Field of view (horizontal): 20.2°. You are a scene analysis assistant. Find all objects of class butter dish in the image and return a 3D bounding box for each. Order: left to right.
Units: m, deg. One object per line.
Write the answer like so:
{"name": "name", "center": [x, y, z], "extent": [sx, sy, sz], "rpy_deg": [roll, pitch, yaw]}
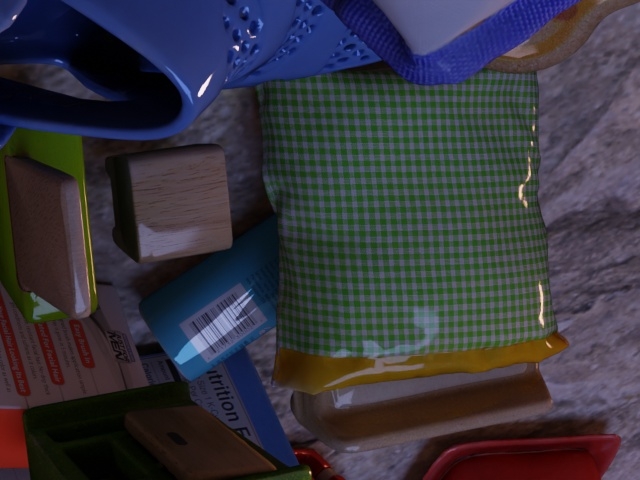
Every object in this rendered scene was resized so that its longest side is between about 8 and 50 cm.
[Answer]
{"name": "butter dish", "center": [0.137, 0.220, 1.251], "extent": [0.160, 0.118, 0.160], "rpy_deg": [1, 133, -30]}

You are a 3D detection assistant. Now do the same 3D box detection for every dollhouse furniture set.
{"name": "dollhouse furniture set", "center": [0.011, 0.021, 0.858], "extent": [0.302, 0.151, 0.197], "rpy_deg": [-9, 104, -23]}

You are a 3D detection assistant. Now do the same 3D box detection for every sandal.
{"name": "sandal", "center": [-0.077, -0.091, 0.766], "extent": [0.317, 0.138, 0.126], "rpy_deg": [-9, 136, -24]}

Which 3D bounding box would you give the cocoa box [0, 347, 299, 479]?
{"name": "cocoa box", "center": [-0.137, 0.263, 1.055], "extent": [0.228, 0.231, 0.347], "rpy_deg": [-8, 139, -24]}

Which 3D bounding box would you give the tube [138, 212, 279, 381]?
{"name": "tube", "center": [0.000, 0.000, 0.985], "extent": [0.207, 0.052, 0.080], "rpy_deg": [-33, 146, 0]}

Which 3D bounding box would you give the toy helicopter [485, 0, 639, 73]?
{"name": "toy helicopter", "center": [0.227, -0.158, 0.856], "extent": [0.355, 0.140, 0.235], "rpy_deg": [-20, 127, 18]}

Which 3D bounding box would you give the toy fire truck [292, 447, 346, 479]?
{"name": "toy fire truck", "center": [-0.006, 0.217, 1.212], "extent": [0.135, 0.047, 0.192], "rpy_deg": [-53, 149, 4]}

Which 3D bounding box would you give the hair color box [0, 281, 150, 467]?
{"name": "hair color box", "center": [-0.176, 0.067, 0.923], "extent": [0.167, 0.093, 0.053], "rpy_deg": [5, 133, -32]}

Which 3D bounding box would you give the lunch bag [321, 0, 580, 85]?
{"name": "lunch bag", "center": [0.113, -0.289, 0.579], "extent": [0.385, 0.239, 0.328], "rpy_deg": [-33, 143, -17]}
